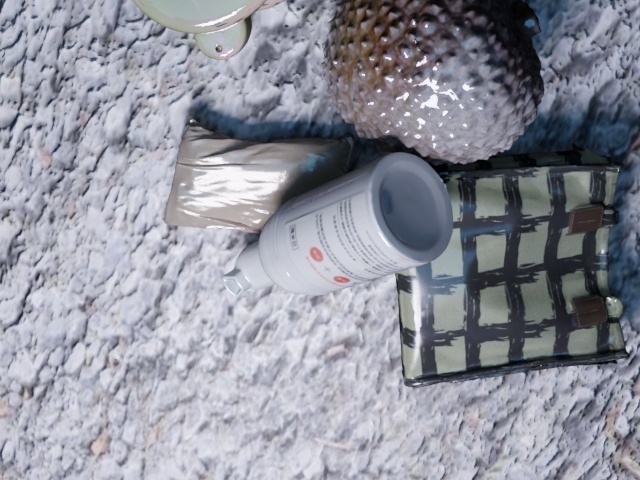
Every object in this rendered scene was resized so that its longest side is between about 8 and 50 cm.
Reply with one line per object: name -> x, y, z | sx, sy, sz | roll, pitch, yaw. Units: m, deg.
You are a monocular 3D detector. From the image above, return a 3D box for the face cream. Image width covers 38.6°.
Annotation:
face cream -> 0.000, 0.000, 1.247 | 0.369, 0.145, 0.145 | -19, 109, 49

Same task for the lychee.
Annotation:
lychee -> 0.144, -0.228, 1.172 | 0.299, 0.300, 0.300 | 1, 107, 4

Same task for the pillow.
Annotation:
pillow -> -0.093, -0.088, 1.345 | 0.270, 0.067, 0.174 | 6, 114, -2

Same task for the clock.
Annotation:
clock -> -0.146, -0.426, 1.228 | 0.283, 0.114, 0.310 | 30, 109, -6

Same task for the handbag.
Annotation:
handbag -> 0.263, 0.033, 1.308 | 0.326, 0.162, 0.326 | -4, 104, 4
